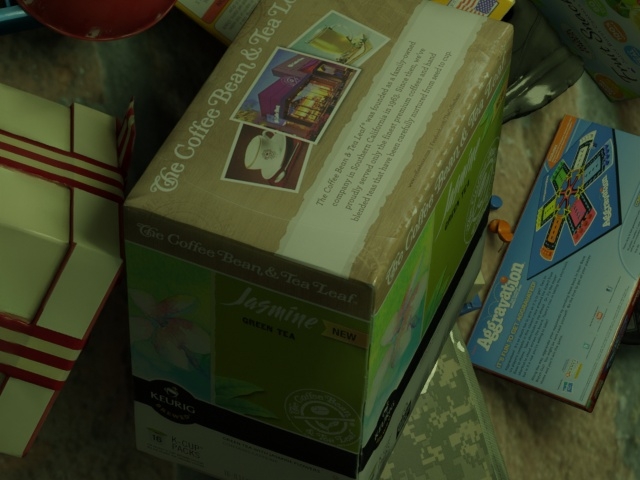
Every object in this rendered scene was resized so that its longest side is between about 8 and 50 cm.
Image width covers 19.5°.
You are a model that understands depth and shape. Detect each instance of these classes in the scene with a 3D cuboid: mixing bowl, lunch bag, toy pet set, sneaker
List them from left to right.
[{"bbox_3d":[-0.184,-0.268,1.599,0.181,0.098,0.181,2,84,-20],"label":"mixing bowl"},{"bbox_3d":[0.044,0.220,1.787,0.235,0.169,0.287,-18,102,-20],"label":"lunch bag"},{"bbox_3d":[0.128,-0.144,1.858,0.286,0.109,0.130,-37,98,-27],"label":"sneaker"},{"bbox_3d":[0.131,0.018,1.888,0.122,0.065,0.114,1,56,-25],"label":"toy pet set"}]

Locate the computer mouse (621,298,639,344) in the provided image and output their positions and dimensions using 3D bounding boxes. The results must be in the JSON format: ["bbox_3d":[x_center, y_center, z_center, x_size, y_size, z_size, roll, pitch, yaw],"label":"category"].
[{"bbox_3d":[0.385,0.089,1.983,0.262,0.060,0.184,-15,93,-33],"label":"computer mouse"}]

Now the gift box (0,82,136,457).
[{"bbox_3d":[-0.291,-0.009,1.582,0.258,0.276,0.255,20,125,-18],"label":"gift box"}]

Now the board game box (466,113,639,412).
[{"bbox_3d":[0.261,0.020,1.895,0.281,0.145,0.027,-66,155,-8],"label":"board game box"}]

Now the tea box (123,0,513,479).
[{"bbox_3d":[0.000,0.000,1.598,0.220,0.323,0.329,17,50,14],"label":"tea box"}]

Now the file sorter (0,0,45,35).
[{"bbox_3d":[-0.299,-0.237,1.667,0.170,0.118,0.104,-15,92,-21],"label":"file sorter"}]

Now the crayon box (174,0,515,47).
[{"bbox_3d":[-0.008,-0.251,1.734,0.323,0.083,0.203,37,105,-9],"label":"crayon box"}]

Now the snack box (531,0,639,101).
[{"bbox_3d":[0.312,-0.228,1.863,0.070,0.207,0.174,-46,106,-15],"label":"snack box"}]
